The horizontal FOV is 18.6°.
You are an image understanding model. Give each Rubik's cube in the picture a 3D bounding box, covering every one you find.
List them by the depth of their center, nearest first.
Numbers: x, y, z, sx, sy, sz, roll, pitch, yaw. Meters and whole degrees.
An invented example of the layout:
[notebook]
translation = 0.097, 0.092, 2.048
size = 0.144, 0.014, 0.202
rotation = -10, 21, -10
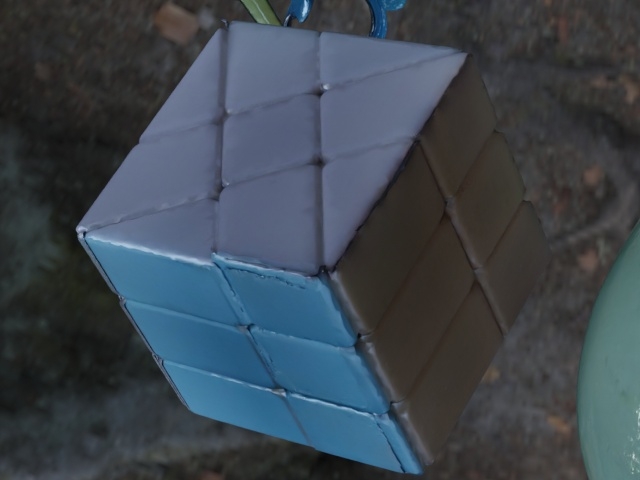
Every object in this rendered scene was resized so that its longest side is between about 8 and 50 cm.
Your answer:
[Rubik's cube]
translation = 0.000, 0.000, 1.409
size = 0.231, 0.221, 0.225
rotation = 11, 145, 35

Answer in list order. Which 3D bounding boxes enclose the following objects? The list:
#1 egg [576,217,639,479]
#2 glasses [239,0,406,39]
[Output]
[egg]
translation = 0.203, 0.049, 0.862
size = 0.168, 0.231, 0.168
rotation = 22, 164, 7
[glasses]
translation = -0.030, -0.156, 1.667
size = 0.102, 0.207, 0.239
rotation = -2, 156, 37
